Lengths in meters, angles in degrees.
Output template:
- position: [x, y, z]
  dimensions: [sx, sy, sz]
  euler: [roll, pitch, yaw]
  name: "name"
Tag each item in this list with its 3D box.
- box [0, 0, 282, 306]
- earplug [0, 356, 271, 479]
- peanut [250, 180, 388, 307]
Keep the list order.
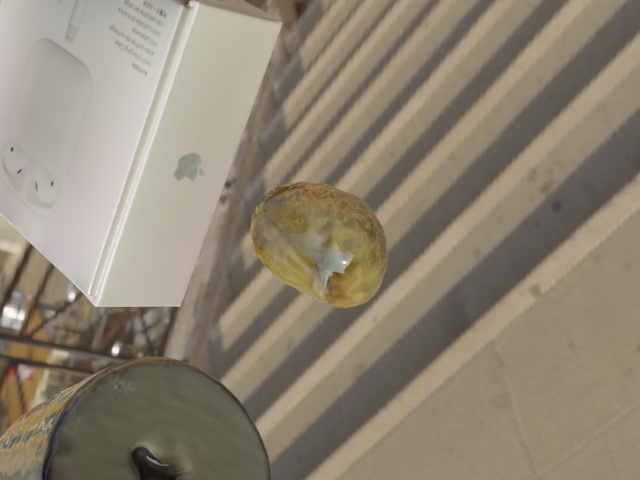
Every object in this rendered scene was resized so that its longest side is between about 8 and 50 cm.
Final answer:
- position: [-0.094, -0.059, 0.495]
  dimensions: [0.130, 0.051, 0.129]
  euler: [36, 112, 39]
  name: "box"
- position: [-0.298, 0.347, 1.562]
  dimensions: [0.394, 0.312, 0.313]
  euler: [-26, 55, 51]
  name: "earplug"
- position: [0.000, 0.000, 1.176]
  dimensions: [0.159, 0.109, 0.141]
  euler: [36, 146, 28]
  name: "peanut"
